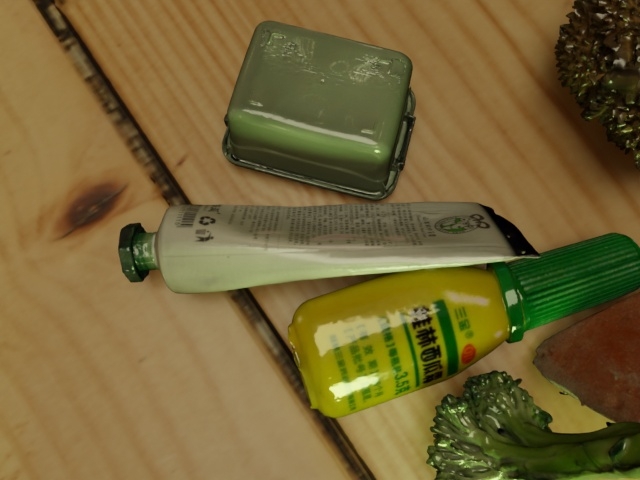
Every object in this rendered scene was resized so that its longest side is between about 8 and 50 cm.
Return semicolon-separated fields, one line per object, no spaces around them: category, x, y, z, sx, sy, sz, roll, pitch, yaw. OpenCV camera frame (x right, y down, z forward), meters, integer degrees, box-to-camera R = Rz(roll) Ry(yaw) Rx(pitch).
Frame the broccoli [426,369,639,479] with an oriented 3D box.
broccoli;0.172;0.155;0.452;0.118;0.204;0.122;-5;78;-32

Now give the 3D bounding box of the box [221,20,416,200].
box;0.000;-0.119;0.543;0.172;0.093;0.124;13;76;3

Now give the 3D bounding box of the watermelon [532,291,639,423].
watermelon;0.338;0.100;0.434;0.293;0.250;0.283;1;75;-3

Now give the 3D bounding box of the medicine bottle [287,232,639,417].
medicine bottle;0.126;0.060;0.523;0.309;0.076;0.111;-18;118;-7

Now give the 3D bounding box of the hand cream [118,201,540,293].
hand cream;0.000;0.000;0.526;0.336;0.121;0.076;-4;115;3

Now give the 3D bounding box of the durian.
durian;0.284;-0.148;0.508;0.196;0.167;0.196;11;48;-12
